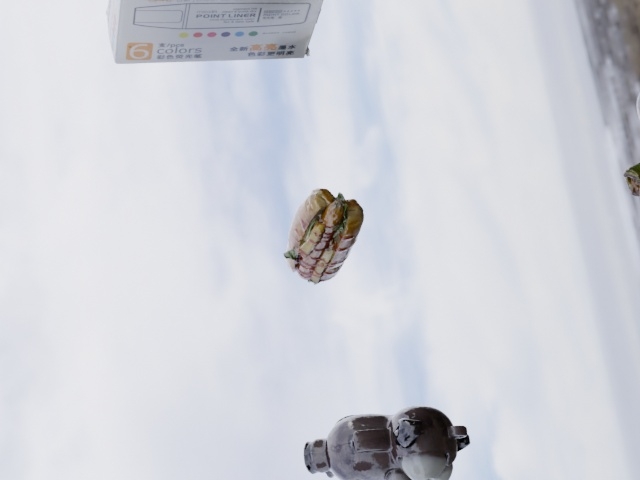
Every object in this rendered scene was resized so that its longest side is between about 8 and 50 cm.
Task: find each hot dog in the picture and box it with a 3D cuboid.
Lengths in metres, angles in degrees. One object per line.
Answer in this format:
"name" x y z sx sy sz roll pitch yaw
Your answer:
"hot dog" 0.000 0.000 2.079 0.250 0.104 0.076 119 171 -63

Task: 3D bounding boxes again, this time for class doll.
"doll" 0.104 0.315 2.061 0.182 0.257 0.117 23 -118 -58

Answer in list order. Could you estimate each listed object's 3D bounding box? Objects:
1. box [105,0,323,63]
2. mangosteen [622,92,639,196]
"box" -0.136 -0.320 1.750 0.221 0.274 0.091 109 154 -64
"mangosteen" 0.608 -0.175 1.923 0.297 0.313 0.297 -14 -70 -44
